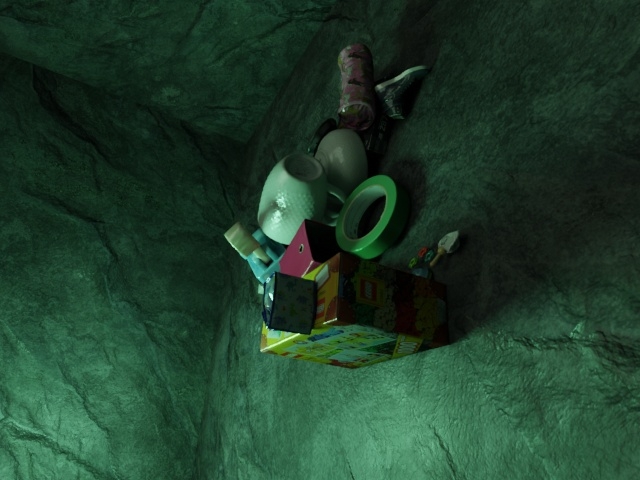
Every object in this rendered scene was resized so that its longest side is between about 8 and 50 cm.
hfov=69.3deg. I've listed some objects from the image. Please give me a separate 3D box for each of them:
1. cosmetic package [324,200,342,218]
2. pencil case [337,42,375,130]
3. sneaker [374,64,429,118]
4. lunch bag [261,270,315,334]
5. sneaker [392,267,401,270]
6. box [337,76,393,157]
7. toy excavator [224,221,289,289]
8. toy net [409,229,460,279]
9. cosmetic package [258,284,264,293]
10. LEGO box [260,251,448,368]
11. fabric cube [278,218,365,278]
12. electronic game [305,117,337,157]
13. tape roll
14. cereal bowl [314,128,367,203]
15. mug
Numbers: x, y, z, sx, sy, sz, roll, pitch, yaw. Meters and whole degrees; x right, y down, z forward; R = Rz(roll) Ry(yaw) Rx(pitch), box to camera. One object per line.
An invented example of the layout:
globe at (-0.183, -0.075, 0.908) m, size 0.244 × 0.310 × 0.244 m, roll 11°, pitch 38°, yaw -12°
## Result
cosmetic package at (0.038, -0.177, 2.183) m, size 0.060 × 0.099 × 0.239 m, roll -61°, pitch 25°, yaw 30°
pencil case at (0.150, -0.650, 1.951) m, size 0.167 × 0.160 × 0.385 m, roll -12°, pitch 58°, yaw 25°
sneaker at (0.339, -0.574, 1.822) m, size 0.226 × 0.086 × 0.163 m, roll -21°, pitch 79°, yaw 29°
lunch bag at (-0.085, 0.175, 1.243) m, size 0.096 × 0.129 × 0.151 m, roll -48°, pitch 37°, yaw 47°
sneaker at (0.156, 0.179, 1.650) m, size 0.321 × 0.128 × 0.126 m, roll -40°, pitch 38°, yaw 49°
box at (0.191, -0.525, 2.088) m, size 0.395 × 0.097 × 0.317 m, roll 10°, pitch 87°, yaw 66°
toy excavator at (-0.275, 0.045, 2.051) m, size 0.222 × 0.445 × 0.433 m, roll -44°, pitch 30°, yaw 1°
toy net at (0.355, 0.045, 1.414) m, size 0.232 × 0.045 × 0.122 m, roll -50°, pitch 15°, yaw 37°
cosmetic package at (-0.217, 0.193, 2.417) m, size 0.184 × 0.152 × 0.151 m, roll -43°, pitch 37°, yaw 49°
LEGO box at (0.086, 0.247, 1.445) m, size 0.500 × 0.373 × 0.193 m, roll -37°, pitch 42°, yaw 54°
fabric cube at (0.004, 0.110, 1.859) m, size 0.258 × 0.259 × 0.254 m, roll -56°, pitch 29°, yaw 33°
electronic game at (0.005, -0.464, 2.154) m, size 0.229 × 0.048 × 0.229 m, roll -52°, pitch -12°, yaw -17°
tape roll at (0.190, -0.089, 1.738) m, size 0.321 × 0.077 × 0.321 m, roll -37°, pitch 37°, yaw 35°
cereal bowl at (0.064, -0.316, 2.025) m, size 0.339 × 0.141 × 0.338 m, roll 171°, pitch 90°, yaw -67°
mug at (-0.058, -0.172, 1.931) m, size 0.328 × 0.375 × 0.276 m, roll 110°, pitch 179°, yaw -48°
